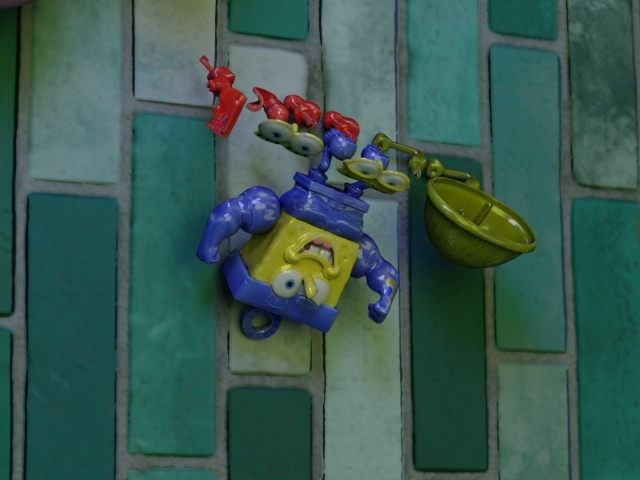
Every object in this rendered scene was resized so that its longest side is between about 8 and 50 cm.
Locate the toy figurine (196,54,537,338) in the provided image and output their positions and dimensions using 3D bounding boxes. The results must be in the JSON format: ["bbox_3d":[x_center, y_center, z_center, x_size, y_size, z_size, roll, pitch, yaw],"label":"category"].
[{"bbox_3d":[0.000,0.000,1.743,0.362,0.191,0.217,22,103,-30],"label":"toy figurine"}]

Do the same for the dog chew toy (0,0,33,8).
[{"bbox_3d":[-0.253,-0.352,1.607,0.206,0.206,0.332,45,49,-14],"label":"dog chew toy"}]
